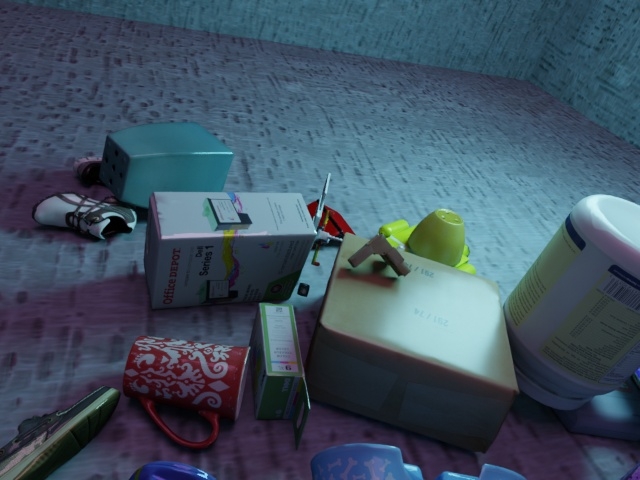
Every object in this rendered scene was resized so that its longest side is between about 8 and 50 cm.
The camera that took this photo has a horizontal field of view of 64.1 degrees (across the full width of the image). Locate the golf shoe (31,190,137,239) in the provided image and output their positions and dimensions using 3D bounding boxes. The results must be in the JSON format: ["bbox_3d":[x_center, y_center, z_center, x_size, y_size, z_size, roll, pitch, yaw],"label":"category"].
[{"bbox_3d":[-0.477,-0.047,1.040,0.198,0.077,0.094,-4,39,-25],"label":"golf shoe"}]

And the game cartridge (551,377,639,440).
[{"bbox_3d":[0.521,0.259,1.042,0.195,0.060,0.294,7,35,-7],"label":"game cartridge"}]

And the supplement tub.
[{"bbox_3d":[0.463,0.112,0.878,0.235,0.325,0.235,15,35,-11],"label":"supplement tub"}]

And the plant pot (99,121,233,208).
[{"bbox_3d":[-0.353,-0.164,1.141,0.234,0.166,0.165,-8,40,-48],"label":"plant pot"}]

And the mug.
[{"bbox_3d":[-0.200,0.212,0.759,0.169,0.113,0.150,11,32,-2],"label":"mug"}]

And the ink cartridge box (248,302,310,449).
[{"bbox_3d":[-0.070,0.210,0.813,0.062,0.109,0.209,5,36,-16],"label":"ink cartridge box"}]

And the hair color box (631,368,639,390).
[{"bbox_3d":[0.661,0.233,1.012,0.185,0.110,0.339,51,25,-26],"label":"hair color box"}]

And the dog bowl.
[{"bbox_3d":[0.129,0.346,0.666,0.297,0.166,0.074,13,46,-5],"label":"dog bowl"}]

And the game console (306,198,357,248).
[{"bbox_3d":[0.014,-0.027,1.272,0.124,0.085,0.144,-28,46,-6],"label":"game console"}]

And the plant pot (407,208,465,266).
[{"bbox_3d":[0.285,-0.017,1.200,0.134,0.095,0.134,13,33,-9],"label":"plant pot"}]

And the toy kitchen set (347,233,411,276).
[{"bbox_3d":[0.100,0.042,0.906,0.083,0.075,0.068,51,-7,-5],"label":"toy kitchen set"}]

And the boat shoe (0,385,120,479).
[{"bbox_3d":[-0.359,0.258,0.652,0.073,0.080,0.223,31,41,12],"label":"boat shoe"}]

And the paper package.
[{"bbox_3d":[0.154,0.166,0.918,0.324,0.168,0.309,17,33,2],"label":"paper package"}]

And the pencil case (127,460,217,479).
[{"bbox_3d":[-0.206,0.376,0.511,0.133,0.119,0.306,16,34,4],"label":"pencil case"}]

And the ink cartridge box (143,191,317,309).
[{"bbox_3d":[-0.174,0.018,0.951,0.278,0.201,0.117,-2,49,-25],"label":"ink cartridge box"}]

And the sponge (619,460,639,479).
[{"bbox_3d":[0.455,0.387,0.772,0.210,0.117,0.031,-13,45,-36],"label":"sponge"}]

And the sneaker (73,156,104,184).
[{"bbox_3d":[-0.492,-0.167,1.218,0.170,0.063,0.075,-11,42,-27],"label":"sneaker"}]

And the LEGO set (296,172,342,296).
[{"bbox_3d":[0.000,0.000,1.068,0.060,0.183,0.244,16,42,-5],"label":"LEGO set"}]

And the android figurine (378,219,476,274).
[{"bbox_3d":[0.248,0.036,1.244,0.272,0.056,0.248,-18,47,-42],"label":"android figurine"}]
